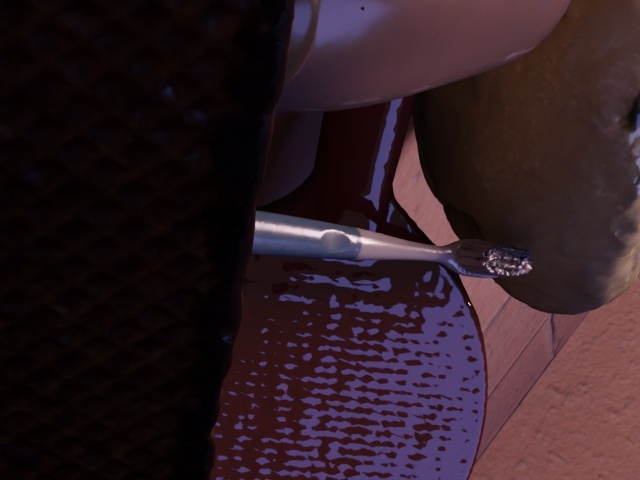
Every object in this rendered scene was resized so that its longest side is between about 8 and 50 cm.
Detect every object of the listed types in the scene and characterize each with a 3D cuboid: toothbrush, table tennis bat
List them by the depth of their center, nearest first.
[{"bbox_3d":[0.000,0.000,0.637,0.275,0.025,0.019,7,90,-45],"label":"toothbrush"},{"bbox_3d":[-0.003,0.051,0.723,0.038,0.200,0.310,-144,-116,-64],"label":"table tennis bat"}]

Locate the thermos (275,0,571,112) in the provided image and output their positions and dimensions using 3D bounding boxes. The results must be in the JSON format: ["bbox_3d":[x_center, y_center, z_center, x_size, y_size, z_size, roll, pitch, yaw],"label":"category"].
[{"bbox_3d":[-0.013,-0.082,0.505,0.137,0.105,0.193,-26,180,40],"label":"thermos"}]

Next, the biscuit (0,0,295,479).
[{"bbox_3d":[-0.082,0.025,0.437,0.388,0.107,0.073,102,-16,-49],"label":"biscuit"}]

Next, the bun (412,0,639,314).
[{"bbox_3d":[0.133,-0.086,0.812,0.259,0.160,0.259,-55,157,-39],"label":"bun"}]
